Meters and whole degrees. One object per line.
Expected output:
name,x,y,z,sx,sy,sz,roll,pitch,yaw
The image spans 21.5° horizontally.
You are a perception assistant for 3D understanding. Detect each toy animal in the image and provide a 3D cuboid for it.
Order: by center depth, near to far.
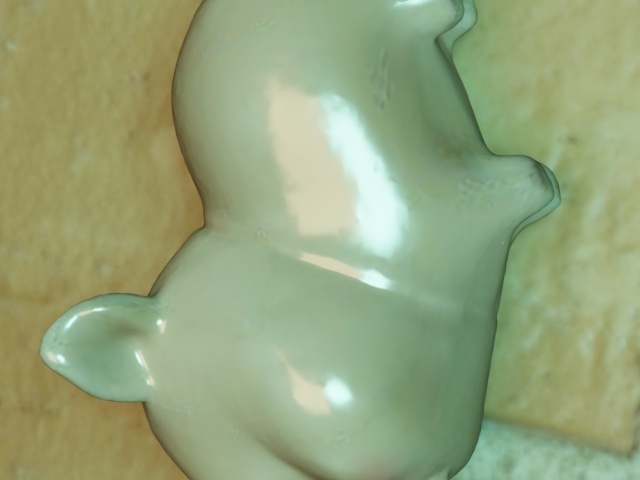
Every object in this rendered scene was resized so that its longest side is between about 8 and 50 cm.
toy animal,0.000,0.000,0.945,0.269,0.237,0.326,-22,80,17
